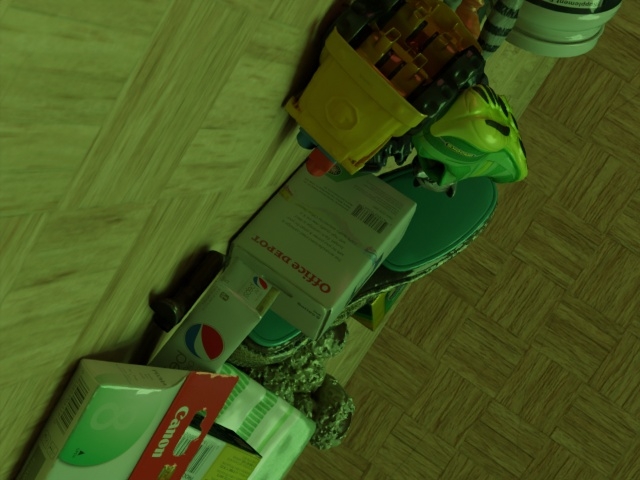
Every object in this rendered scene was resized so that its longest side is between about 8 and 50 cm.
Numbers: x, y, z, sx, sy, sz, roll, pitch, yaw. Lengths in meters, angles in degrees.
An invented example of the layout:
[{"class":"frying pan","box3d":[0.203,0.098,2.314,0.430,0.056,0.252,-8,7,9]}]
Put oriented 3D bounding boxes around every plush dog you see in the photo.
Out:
[{"class":"plush dog","box3d":[-0.087,0.227,1.825,0.225,0.210,0.262,-28,125,-39]}]

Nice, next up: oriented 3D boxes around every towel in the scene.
[{"class":"towel","box3d":[-0.154,0.312,1.649,0.248,0.038,0.325,-53,139,-7]}]

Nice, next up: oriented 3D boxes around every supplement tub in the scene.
[{"class":"supplement tub","box3d":[0.339,-0.409,1.545,0.191,0.191,0.272,-46,157,-42]}]

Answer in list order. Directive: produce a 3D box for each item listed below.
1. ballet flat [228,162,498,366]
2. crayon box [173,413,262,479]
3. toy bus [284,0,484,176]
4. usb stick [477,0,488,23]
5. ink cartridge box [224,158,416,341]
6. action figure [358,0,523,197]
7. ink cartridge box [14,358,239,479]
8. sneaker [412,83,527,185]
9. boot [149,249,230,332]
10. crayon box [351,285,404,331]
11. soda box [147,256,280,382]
[{"class":"ballet flat","box3d":[0.040,0.030,1.652,0.483,0.164,0.182,-33,175,-24]},{"class":"crayon box","box3d":[-0.243,0.372,1.502,0.318,0.081,0.202,-55,140,-3]},{"class":"toy bus","box3d":[0.060,-0.171,1.303,0.211,0.149,0.220,-47,179,40]},{"class":"usb stick","box3d":[0.211,-0.308,1.760,0.077,0.045,0.278,-43,163,-47]},{"class":"ink cartridge box","box3d":[0.000,0.000,1.470,0.212,0.154,0.093,-49,169,-34]},{"class":"action figure","box3d":[0.166,-0.197,1.505,0.341,0.178,0.330,-62,161,-54]},{"class":"ink cartridge box","box3d":[-0.202,0.224,1.257,0.225,0.056,0.181,15,113,-42]},{"class":"sneaker","box3d":[0.185,-0.128,1.430,0.123,0.109,0.295,-17,168,18]},{"class":"boot","box3d":[-0.145,0.048,1.299,0.114,0.037,0.106,-48,-179,-19]},{"class":"crayon box","box3d":[0.172,-0.009,2.324,0.363,0.106,0.313,-53,170,-9]},{"class":"soda box","box3d":[-0.141,0.123,1.335,0.216,0.069,0.074,-51,-177,28]}]
